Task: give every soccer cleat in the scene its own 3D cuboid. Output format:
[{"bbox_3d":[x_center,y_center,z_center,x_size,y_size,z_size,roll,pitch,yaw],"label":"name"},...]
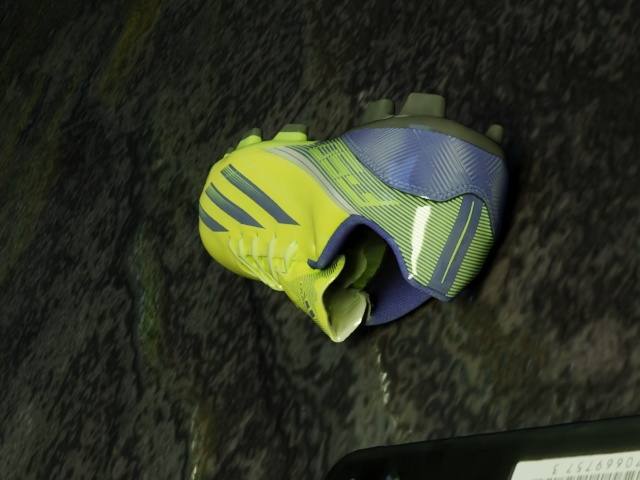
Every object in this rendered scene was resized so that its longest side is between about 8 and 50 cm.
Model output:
[{"bbox_3d":[-0.001,-0.001,1.036,0.289,0.093,0.121,-15,56,59],"label":"soccer cleat"}]

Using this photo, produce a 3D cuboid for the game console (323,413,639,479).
[{"bbox_3d":[0.075,0.216,0.651,0.386,0.060,0.342,-15,44,51],"label":"game console"}]
